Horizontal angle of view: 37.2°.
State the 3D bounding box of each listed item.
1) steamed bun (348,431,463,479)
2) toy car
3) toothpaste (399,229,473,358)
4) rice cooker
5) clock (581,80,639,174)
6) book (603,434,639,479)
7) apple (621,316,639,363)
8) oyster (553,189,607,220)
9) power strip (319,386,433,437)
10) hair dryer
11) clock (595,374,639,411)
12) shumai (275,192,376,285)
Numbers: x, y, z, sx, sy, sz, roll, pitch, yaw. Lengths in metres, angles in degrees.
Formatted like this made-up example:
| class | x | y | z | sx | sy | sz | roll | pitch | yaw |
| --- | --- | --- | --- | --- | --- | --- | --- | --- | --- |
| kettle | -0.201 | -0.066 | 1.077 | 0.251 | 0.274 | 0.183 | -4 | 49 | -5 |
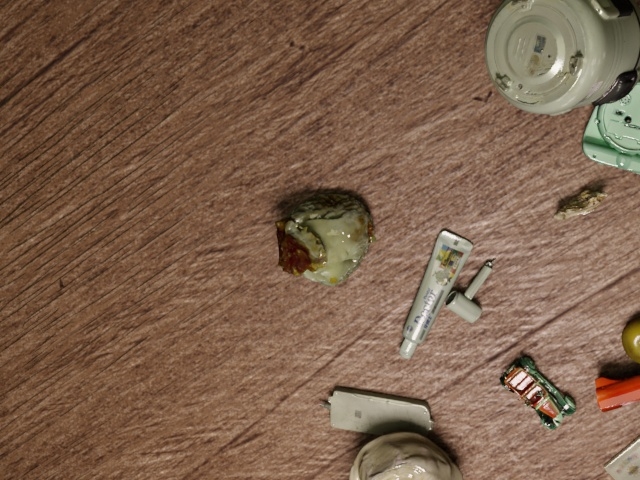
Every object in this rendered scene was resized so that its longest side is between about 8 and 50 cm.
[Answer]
| class | x | y | z | sx | sy | sz | roll | pitch | yaw |
| --- | --- | --- | --- | --- | --- | --- | --- | --- | --- |
| steamed bun | 0.149 | 0.439 | 1.795 | 0.211 | 0.218 | 0.144 | -35 | 47 | 24 |
| toy car | 0.403 | 0.287 | 1.765 | 0.143 | 0.054 | 0.073 | 44 | 107 | 3 |
| toothpaste | 0.207 | 0.107 | 1.790 | 0.067 | 0.037 | 0.255 | 25 | 100 | 7 |
| rice cooker | 0.409 | -0.321 | 1.559 | 0.226 | 0.244 | 0.226 | 11 | 108 | 39 |
| clock | 0.543 | -0.214 | 1.642 | 0.148 | 0.060 | 0.188 | 14 | 102 | 10 |
| book | 0.703 | 0.456 | 1.746 | 0.295 | 0.020 | 0.208 | 44 | 107 | 3 |
| apple | 0.583 | 0.179 | 1.696 | 0.090 | 0.074 | 0.089 | 2 | 94 | 33 |
| oyster | 0.456 | -0.069 | 1.686 | 0.083 | 0.080 | 0.038 | -10 | 73 | -18 |
| power strip | 0.109 | 0.338 | 1.854 | 0.227 | 0.029 | 0.080 | 8 | 103 | 11 |
| hair dryer | 0.291 | 0.088 | 1.767 | 0.063 | 0.038 | 0.124 | 34 | 92 | -14 |
| clock | 0.571 | 0.258 | 1.697 | 0.155 | 0.113 | 0.061 | -18 | 74 | 15 |
| shumai | 0.005 | -0.004 | 1.760 | 0.184 | 0.142 | 0.184 | 3 | 103 | 14 |
